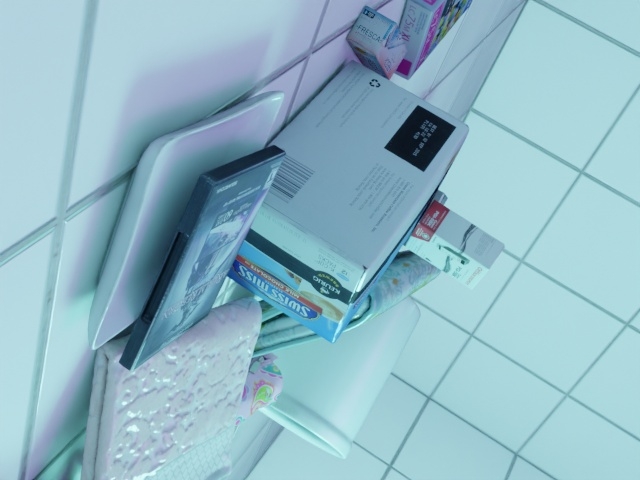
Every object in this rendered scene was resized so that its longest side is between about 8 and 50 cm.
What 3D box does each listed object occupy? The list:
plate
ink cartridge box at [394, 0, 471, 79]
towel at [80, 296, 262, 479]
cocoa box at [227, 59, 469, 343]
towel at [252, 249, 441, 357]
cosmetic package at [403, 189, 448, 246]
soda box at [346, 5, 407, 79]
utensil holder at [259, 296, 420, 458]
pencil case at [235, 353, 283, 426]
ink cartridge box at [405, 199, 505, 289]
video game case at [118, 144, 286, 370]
[{"bbox_3d":[-0.162,-0.039,0.960,0.277,0.045,0.278,-40,160,-58],"label":"plate"},{"bbox_3d":[0.243,-0.470,1.587,0.311,0.065,0.186,-54,170,-30],"label":"ink cartridge box"},{"bbox_3d":[-0.211,0.258,1.204,0.332,0.053,0.317,-14,118,-60],"label":"towel"},{"bbox_3d":[0.034,-0.064,1.294,0.347,0.231,0.228,-52,169,-35],"label":"cocoa box"},{"bbox_3d":[0.017,0.114,1.588,0.374,0.090,0.320,-19,-176,32],"label":"towel"},{"bbox_3d":[0.111,-0.089,1.572,0.127,0.238,0.107,-59,171,5],"label":"cosmetic package"},{"bbox_3d":[0.094,-0.314,1.331,0.063,0.058,0.183,-59,171,6],"label":"soda box"},{"bbox_3d":[0.017,0.262,1.953,0.385,0.327,0.327,-57,170,-15],"label":"utensil holder"},{"bbox_3d":[-0.185,0.294,1.524,0.284,0.124,0.124,-22,144,-54],"label":"pencil case"},{"bbox_3d":[0.216,0.009,1.339,0.056,0.135,0.099,-53,172,-23],"label":"ink cartridge box"},{"bbox_3d":[-0.144,0.018,1.026,0.274,0.026,0.196,-63,169,24],"label":"video game case"}]
